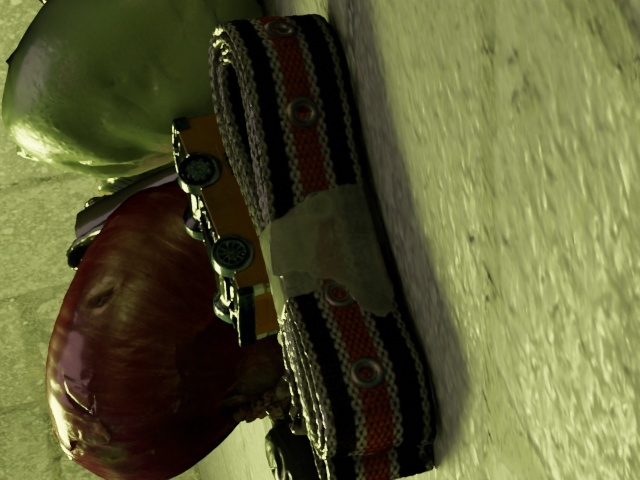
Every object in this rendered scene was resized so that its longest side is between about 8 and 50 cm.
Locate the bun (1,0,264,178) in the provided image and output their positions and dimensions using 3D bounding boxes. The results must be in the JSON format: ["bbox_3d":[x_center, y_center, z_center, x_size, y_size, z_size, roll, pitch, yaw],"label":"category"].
[{"bbox_3d":[-0.151,-0.161,1.688,0.187,0.293,0.293,45,164,10],"label":"bun"}]

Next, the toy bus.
[{"bbox_3d":[-0.060,-0.021,1.592,0.098,0.114,0.201,91,160,-57],"label":"toy bus"}]

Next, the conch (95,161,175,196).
[{"bbox_3d":[-0.214,-0.174,2.319,0.169,0.203,0.386,-32,-27,-58],"label":"conch"}]

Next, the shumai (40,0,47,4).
[{"bbox_3d":[-0.321,-0.419,1.741,0.395,0.348,0.395,-167,90,-83],"label":"shumai"}]

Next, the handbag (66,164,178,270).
[{"bbox_3d":[-0.195,0.062,2.218,0.113,0.257,0.285,-4,-100,-56],"label":"handbag"}]

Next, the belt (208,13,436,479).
[{"bbox_3d":[0.000,0.000,1.299,0.126,0.094,0.359,120,137,-71],"label":"belt"}]

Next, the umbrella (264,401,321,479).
[{"bbox_3d":[-0.024,0.265,1.932,0.066,0.059,0.236,114,147,-45],"label":"umbrella"}]

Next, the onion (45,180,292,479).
[{"bbox_3d":[-0.137,0.113,1.925,0.347,0.285,0.347,-54,-24,-37],"label":"onion"}]
